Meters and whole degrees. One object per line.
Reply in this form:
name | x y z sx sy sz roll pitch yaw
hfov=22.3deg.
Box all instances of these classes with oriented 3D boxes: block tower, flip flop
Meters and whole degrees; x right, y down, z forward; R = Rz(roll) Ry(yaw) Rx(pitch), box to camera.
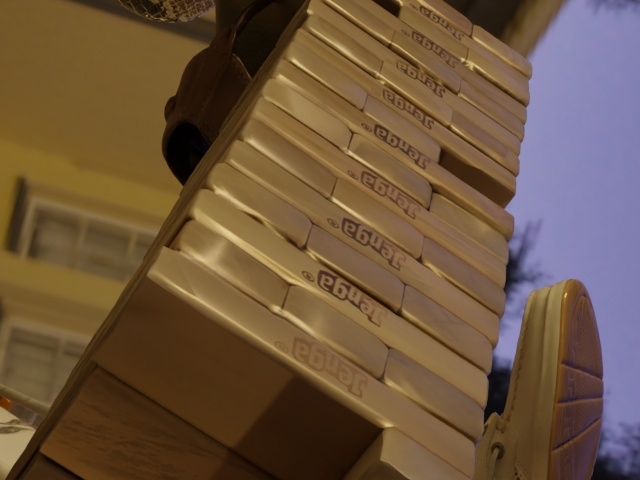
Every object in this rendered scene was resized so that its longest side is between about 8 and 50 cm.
block tower | 0.000 0.000 0.510 0.091 0.097 0.335 -54 -172 25
flip flop | -0.039 -0.038 0.807 0.112 0.080 0.277 29 -63 32

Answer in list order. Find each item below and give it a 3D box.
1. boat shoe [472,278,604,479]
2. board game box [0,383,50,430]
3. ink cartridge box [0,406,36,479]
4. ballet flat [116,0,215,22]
boat shoe | 0.132 0.161 1.114 0.096 0.098 0.277 5 -93 31
board game box | -0.136 0.261 1.520 0.050 0.390 0.390 -58 -160 -12
ink cartridge box | -0.258 0.225 1.141 0.198 0.273 0.115 -64 154 5
ballet flat | -0.129 -0.407 1.201 0.182 0.164 0.483 133 -46 -60
